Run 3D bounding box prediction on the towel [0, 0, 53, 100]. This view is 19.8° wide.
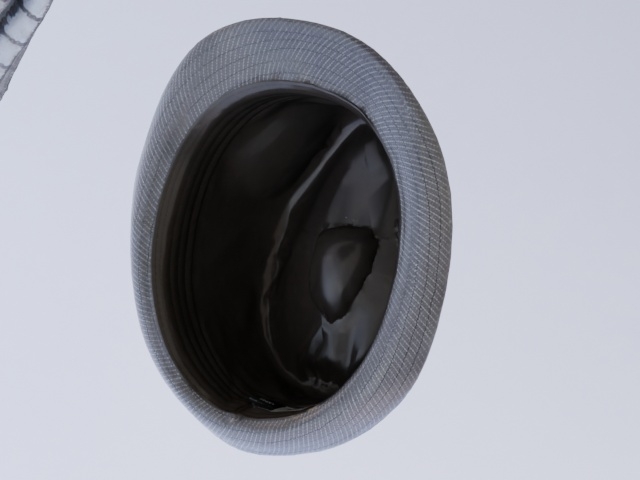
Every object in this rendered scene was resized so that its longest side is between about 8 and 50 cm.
[{"bbox_3d":[-0.201,-0.208,0.874,0.121,0.283,0.235,2,-136,-40],"label":"towel"}]

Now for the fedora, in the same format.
[{"bbox_3d":[0.000,0.000,1.186,0.244,0.275,0.124,6,-177,33],"label":"fedora"}]
